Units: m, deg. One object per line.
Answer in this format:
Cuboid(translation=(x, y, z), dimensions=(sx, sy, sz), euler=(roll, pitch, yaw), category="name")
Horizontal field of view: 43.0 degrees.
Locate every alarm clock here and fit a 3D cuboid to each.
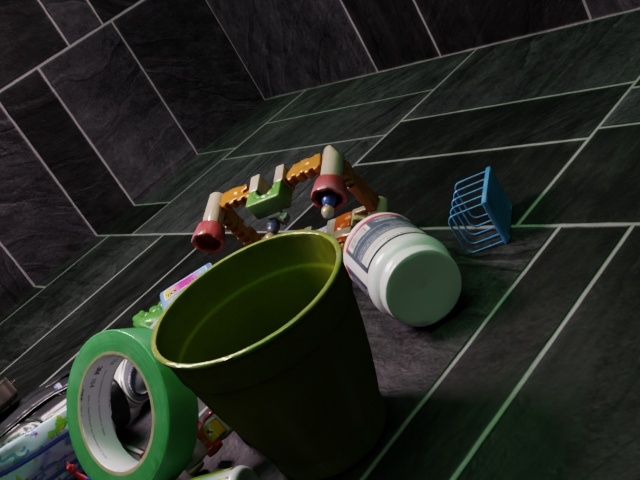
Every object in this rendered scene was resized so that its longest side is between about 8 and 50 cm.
Cuboid(translation=(-0.766, 0.376, 1.908), dimensions=(0.129, 0.064, 0.192), euler=(-36, 11, 15), category="alarm clock")

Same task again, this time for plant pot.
Cuboid(translation=(-0.053, 0.228, 1.465), dimensions=(0.367, 0.352, 0.366), euler=(-23, 26, 12), category="plant pot")

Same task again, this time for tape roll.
Cuboid(translation=(-0.373, 0.331, 1.587), dimensions=(0.321, 0.321, 0.077), euler=(-12, -8, 39), category="tape roll")

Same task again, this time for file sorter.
Cuboid(translation=(0.368, -0.067, 1.876), dimensions=(0.105, 0.118, 0.170), euler=(-24, 23, 27), category="file sorter")

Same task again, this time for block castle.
Cuboid(translation=(-0.068, -0.020, 2.062), dimensions=(0.454, 0.303, 0.212), euler=(-19, 46, 29), category="block castle")

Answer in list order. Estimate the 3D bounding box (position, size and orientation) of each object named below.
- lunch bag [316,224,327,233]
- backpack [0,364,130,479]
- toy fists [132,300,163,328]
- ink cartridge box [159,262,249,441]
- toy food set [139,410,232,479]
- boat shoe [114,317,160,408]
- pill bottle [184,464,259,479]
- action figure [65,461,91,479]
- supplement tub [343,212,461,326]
Cuboid(translation=(0.000, 0.000, 2.281), dimensions=(0.071, 0.053, 0.083), euler=(-27, 13, 6), category="lunch bag")
Cuboid(translation=(-0.650, 0.466, 1.915), dimensions=(0.356, 0.273, 0.290), euler=(-21, 15, -33), category="backpack")
Cuboid(translation=(-0.505, 0.274, 2.290), dimensions=(0.142, 0.096, 0.279), euler=(-2, 37, 51), category="toy fists")
Cuboid(translation=(-0.199, 0.241, 1.741), dimensions=(0.151, 0.270, 0.395), euler=(-35, 22, -4), category="ink cartridge box")
Cuboid(translation=(-0.262, 0.395, 1.616), dimensions=(0.111, 0.104, 0.232), euler=(-29, -21, -52), category="toy food set")
Cuboid(translation=(-0.400, 0.282, 2.091), dimensions=(0.158, 0.127, 0.340), euler=(-28, 21, 26), category="boat shoe")
Cuboid(translation=(-0.203, 0.477, 1.473), dimensions=(0.184, 0.103, 0.103), euler=(-21, 24, 24), category="pill bottle")
Cuboid(translation=(-0.513, 0.513, 1.682), dimensions=(0.092, 0.139, 0.280), euler=(-8, 8, 42), category="action figure")
Cuboid(translation=(0.173, 0.059, 1.757), dimensions=(0.191, 0.191, 0.272), euler=(-33, 23, -4), category="supplement tub")
